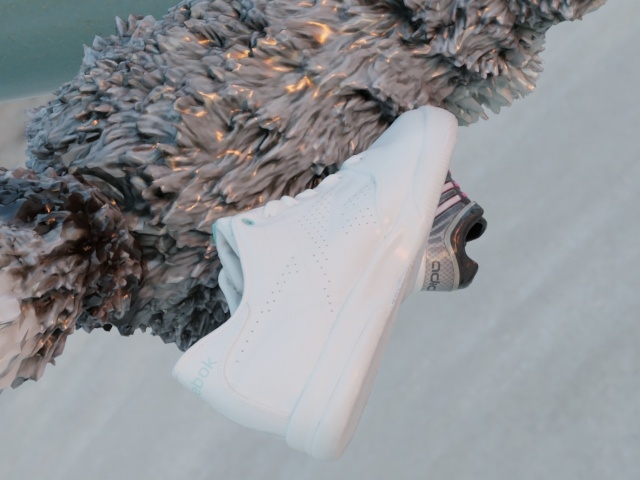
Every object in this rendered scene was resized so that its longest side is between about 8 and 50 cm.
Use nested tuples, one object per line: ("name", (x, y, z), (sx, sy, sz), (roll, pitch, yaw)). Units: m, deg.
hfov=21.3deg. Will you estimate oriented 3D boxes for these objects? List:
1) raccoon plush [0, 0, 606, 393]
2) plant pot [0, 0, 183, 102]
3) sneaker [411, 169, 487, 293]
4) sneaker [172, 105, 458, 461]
("raccoon plush", (-0.001, -0.068, 0.862), (0.299, 0.216, 0.446), (-42, 11, 23))
("plant pot", (-0.158, -0.266, 1.362), (0.334, 0.341, 0.341), (-16, 14, -8))
("sneaker", (0.096, -0.027, 1.370), (0.063, 0.075, 0.170), (113, 163, -54))
("sneaker", (0.000, 0.000, 0.779), (0.212, 0.094, 0.080), (-63, -11, -45))
